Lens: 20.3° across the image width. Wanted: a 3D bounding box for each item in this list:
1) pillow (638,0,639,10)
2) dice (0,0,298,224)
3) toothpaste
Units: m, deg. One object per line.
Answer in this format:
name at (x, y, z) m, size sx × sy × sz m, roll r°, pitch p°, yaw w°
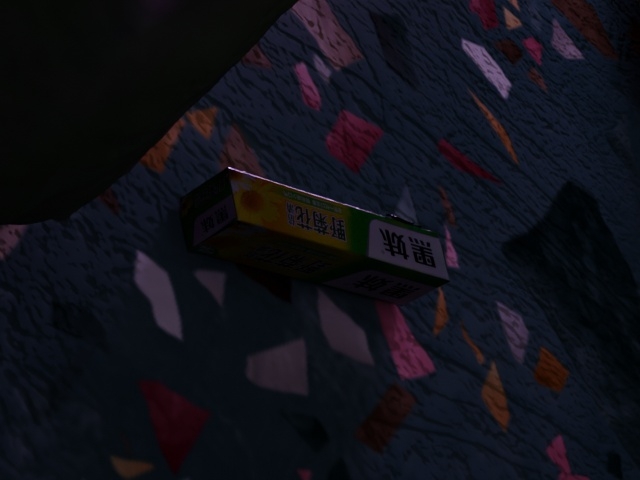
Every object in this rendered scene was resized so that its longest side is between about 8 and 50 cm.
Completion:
pillow at (0.370, -0.217, 1.589) m, size 0.255 × 0.120 × 0.322 m, roll 32°, pitch 42°, yaw -33°
dice at (-0.126, -0.216, 0.777) m, size 0.318 × 0.330 × 0.322 m, roll 45°, pitch 35°, yaw -8°
toothpaste at (0.000, 0.000, 1.013) m, size 0.178 × 0.043 × 0.037 m, roll 17°, pitch 51°, yaw -45°
